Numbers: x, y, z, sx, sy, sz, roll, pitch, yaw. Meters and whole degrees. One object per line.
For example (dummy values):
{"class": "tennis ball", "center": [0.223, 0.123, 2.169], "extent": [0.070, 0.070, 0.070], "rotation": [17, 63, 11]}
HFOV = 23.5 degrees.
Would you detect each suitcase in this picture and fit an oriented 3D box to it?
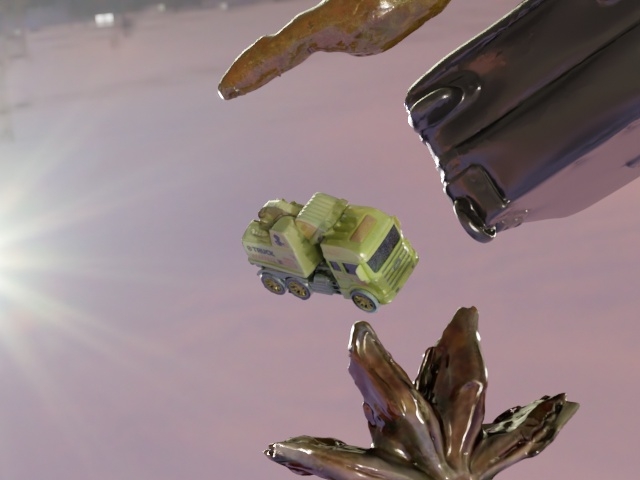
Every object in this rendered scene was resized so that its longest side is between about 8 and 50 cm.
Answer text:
{"class": "suitcase", "center": [0.290, -0.153, 1.514], "extent": [0.345, 0.188, 0.339], "rotation": [-37, 163, 28]}

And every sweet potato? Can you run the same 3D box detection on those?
{"class": "sweet potato", "center": [0.028, -0.191, 1.335], "extent": [0.269, 0.075, 0.075], "rotation": [-27, -170, 4]}

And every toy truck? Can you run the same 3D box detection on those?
{"class": "toy truck", "center": [0.000, 0.000, 1.621], "extent": [0.191, 0.116, 0.085], "rotation": [9, -128, 40]}

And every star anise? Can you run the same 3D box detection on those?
{"class": "star anise", "center": [0.085, 0.189, 1.139], "extent": [0.288, 0.288, 0.088], "rotation": [-10, 179, -21]}
